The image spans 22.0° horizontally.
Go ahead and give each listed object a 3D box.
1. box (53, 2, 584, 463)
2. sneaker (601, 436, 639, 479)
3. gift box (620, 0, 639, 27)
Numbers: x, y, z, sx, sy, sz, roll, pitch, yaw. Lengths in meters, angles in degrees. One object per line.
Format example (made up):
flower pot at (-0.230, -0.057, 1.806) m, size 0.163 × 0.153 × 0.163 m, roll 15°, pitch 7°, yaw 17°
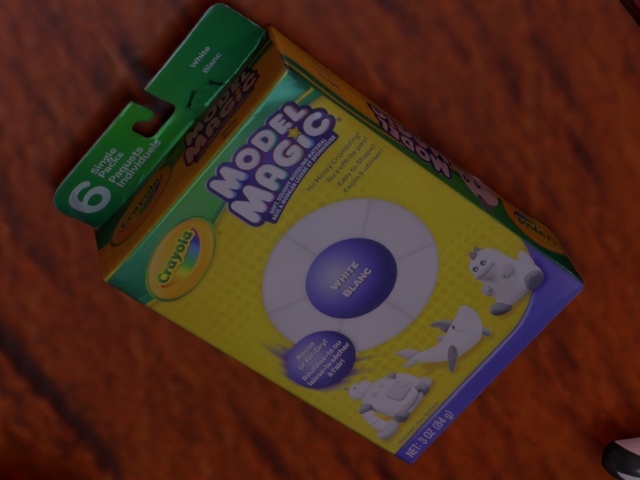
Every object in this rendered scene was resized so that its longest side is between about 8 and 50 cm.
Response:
box at (0.000, 0.000, 0.609) m, size 0.179 × 0.043 × 0.105 m, roll 34°, pitch 107°, yaw -27°
sneaker at (0.171, 0.086, 0.710) m, size 0.109 × 0.040 × 0.043 m, roll 0°, pitch 104°, yaw -18°
gift box at (0.113, -0.217, 0.391) m, size 0.258 × 0.276 × 0.255 m, roll -37°, pitch 109°, yaw 13°
